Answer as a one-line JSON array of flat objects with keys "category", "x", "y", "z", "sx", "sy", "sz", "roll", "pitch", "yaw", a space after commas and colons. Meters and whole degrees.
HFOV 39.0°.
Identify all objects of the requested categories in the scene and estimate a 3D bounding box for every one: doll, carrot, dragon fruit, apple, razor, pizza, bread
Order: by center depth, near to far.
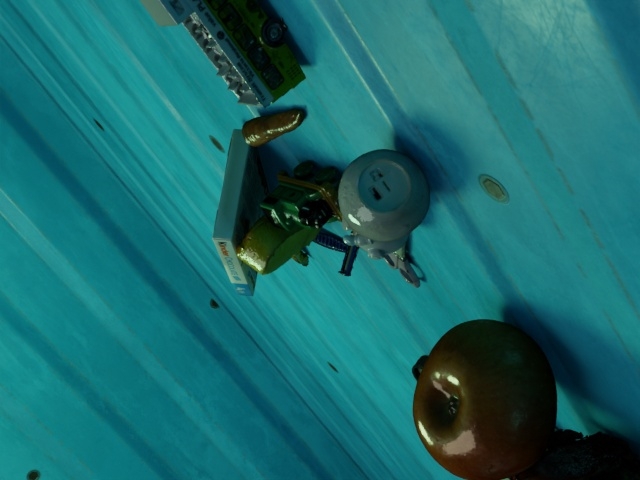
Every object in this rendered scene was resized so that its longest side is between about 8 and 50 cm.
[{"category": "doll", "x": 0.101, "y": -0.048, "z": 1.473, "sx": 0.151, "sy": 0.151, "sz": 0.287, "roll": 43, "pitch": 171, "yaw": 12}, {"category": "apple", "x": 0.278, "y": 0.274, "z": 1.541, "sx": 0.206, "sy": 0.272, "sz": 0.251, "roll": 11, "pitch": -154, "yaw": -27}, {"category": "dragon fruit", "x": 0.469, "y": 0.485, "z": 1.564, "sx": 0.302, "sy": 0.295, "sz": 0.295, "roll": 52, "pitch": 163, "yaw": -15}, {"category": "carrot", "x": -0.078, "y": -0.214, "z": 1.672, "sx": 0.057, "sy": 0.057, "sz": 0.224, "roll": 51, "pitch": 158, "yaw": -17}, {"category": "bread", "x": -0.080, "y": -0.017, "z": 1.845, "sx": 0.094, "sy": 0.245, "sz": 0.102, "roll": 40, "pitch": 126, "yaw": 11}, {"category": "razor", "x": 0.011, "y": 0.003, "z": 1.965, "sx": 0.056, "sy": 0.093, "sz": 0.324, "roll": 14, "pitch": -176, "yaw": -28}, {"category": "pizza", "x": -0.094, "y": -0.014, "z": 2.199, "sx": 0.178, "sy": 0.041, "sz": 0.131, "roll": 42, "pitch": 166, "yaw": 15}]

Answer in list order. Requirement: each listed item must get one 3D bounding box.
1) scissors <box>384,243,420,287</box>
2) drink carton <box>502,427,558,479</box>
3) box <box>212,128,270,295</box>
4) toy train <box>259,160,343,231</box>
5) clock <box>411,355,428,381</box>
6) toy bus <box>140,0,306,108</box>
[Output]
[{"category": "scissors", "x": 0.151, "y": 0.021, "z": 1.700, "sx": 0.110, "sy": 0.021, "sz": 0.212, "roll": 44, "pitch": 164, "yaw": 19}, {"category": "drink carton", "x": 0.416, "y": 0.440, "z": 1.862, "sx": 0.324, "sy": 0.132, "sz": 0.194, "roll": 41, "pitch": 162, "yaw": 23}, {"category": "box", "x": -0.164, "y": -0.054, "z": 1.929, "sx": 0.048, "sy": 0.265, "sz": 0.273, "roll": 3, "pitch": 152, "yaw": 7}, {"category": "toy train", "x": -0.026, "y": -0.073, "z": 1.711, "sx": 0.091, "sy": 0.136, "sz": 0.227, "roll": 55, "pitch": 164, "yaw": -29}, {"category": "clock", "x": 0.290, "y": 0.348, "z": 2.112, "sx": 0.184, "sy": 0.040, "sz": 0.184, "roll": 42, "pitch": 164, "yaw": 15}, {"category": "toy bus", "x": -0.157, "y": -0.338, "z": 1.386, "sx": 0.302, "sy": 0.139, "sz": 0.113, "roll": 52, "pitch": 165, "yaw": -26}]
